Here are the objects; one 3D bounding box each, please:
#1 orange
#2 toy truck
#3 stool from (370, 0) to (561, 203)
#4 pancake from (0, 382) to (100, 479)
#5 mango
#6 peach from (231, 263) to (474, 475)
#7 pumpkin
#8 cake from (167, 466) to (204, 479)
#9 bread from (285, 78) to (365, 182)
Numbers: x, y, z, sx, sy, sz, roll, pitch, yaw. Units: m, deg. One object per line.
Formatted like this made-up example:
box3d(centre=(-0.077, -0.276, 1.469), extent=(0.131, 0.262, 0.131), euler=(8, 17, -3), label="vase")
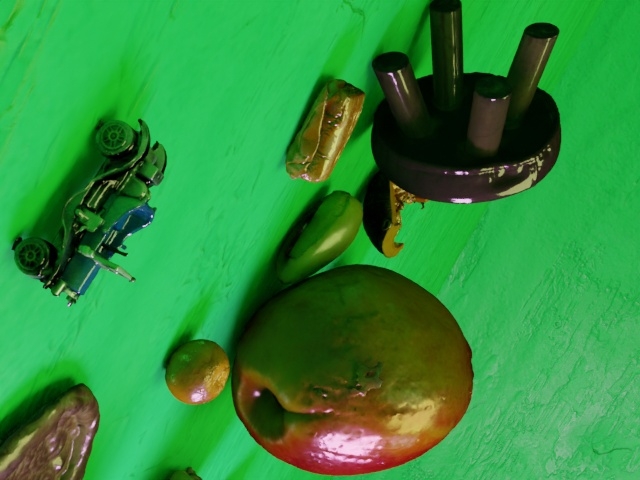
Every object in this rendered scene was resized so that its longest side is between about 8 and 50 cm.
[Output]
box3d(centre=(-0.152, 0.161, 1.231), extent=(0.083, 0.070, 0.083), euler=(-48, 150, -40), label="orange")
box3d(centre=(-0.167, -0.017, 0.795), extent=(0.154, 0.078, 0.080), euler=(-57, 167, -9), label="toy truck")
box3d(centre=(0.199, -0.195, 1.378), extent=(0.272, 0.272, 0.178), euler=(-49, 147, -36), label="stool")
box3d(centre=(-0.300, 0.253, 0.988), extent=(0.250, 0.031, 0.250), euler=(-53, 166, -20), label="pancake")
box3d(centre=(0.000, 0.000, 1.413), extent=(0.165, 0.074, 0.091), euler=(-53, 169, -17), label="mango")
box3d(centre=(0.051, 0.181, 1.446), extent=(0.372, 0.290, 0.372), euler=(-15, 177, -1), label="peach")
box3d(centre=(0.129, -0.070, 1.649), extent=(0.183, 0.107, 0.119), euler=(-49, 157, -9), label="pumpkin")
box3d(centre=(-0.175, 0.492, 1.494), extent=(0.227, 0.286, 0.222), euler=(-53, 136, -13), label="cake")
box3d(centre=(0.005, -0.132, 1.205), extent=(0.132, 0.053, 0.074), euler=(-65, 169, 22), label="bread")
